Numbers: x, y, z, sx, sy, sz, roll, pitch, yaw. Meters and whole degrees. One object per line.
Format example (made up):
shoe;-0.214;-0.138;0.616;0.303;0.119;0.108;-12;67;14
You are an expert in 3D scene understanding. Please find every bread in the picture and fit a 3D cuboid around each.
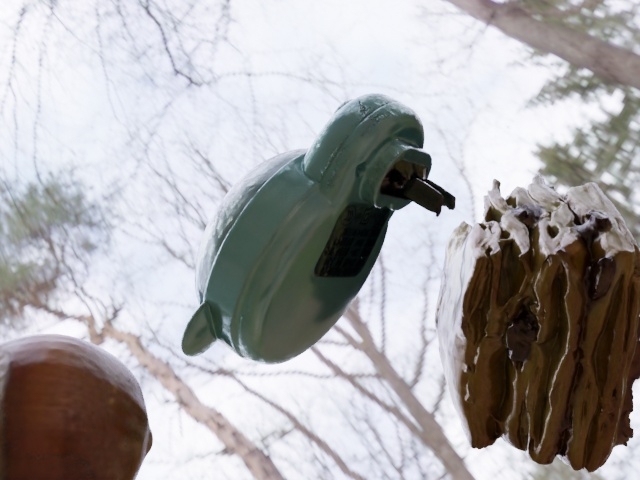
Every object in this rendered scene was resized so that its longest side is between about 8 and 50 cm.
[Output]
bread;0.227;0.079;1.541;0.192;0.370;0.314;-3;-69;-9

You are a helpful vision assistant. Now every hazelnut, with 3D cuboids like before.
hazelnut;-0.284;0.204;1.424;0.214;0.176;0.214;1;-97;-11

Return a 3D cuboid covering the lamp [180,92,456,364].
lamp;-0.009;-0.008;1.203;0.284;0.147;0.209;-42;-16;17
